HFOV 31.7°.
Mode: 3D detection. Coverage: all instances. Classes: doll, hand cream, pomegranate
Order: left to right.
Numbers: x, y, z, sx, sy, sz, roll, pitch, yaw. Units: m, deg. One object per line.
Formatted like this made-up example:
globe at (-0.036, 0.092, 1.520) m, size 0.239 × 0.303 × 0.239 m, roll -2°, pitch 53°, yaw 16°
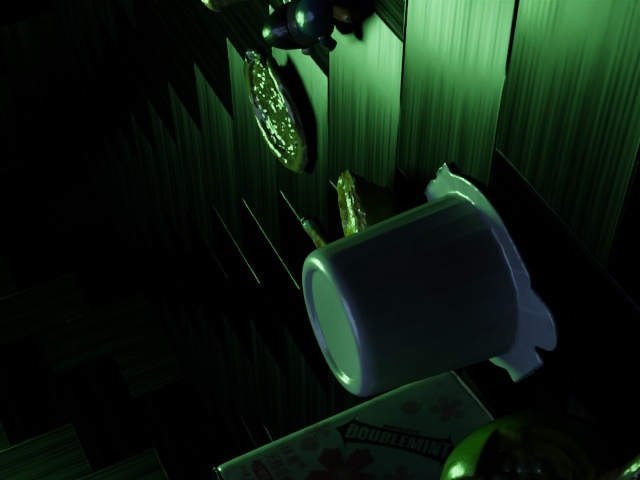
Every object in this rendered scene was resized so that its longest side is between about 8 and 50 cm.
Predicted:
doll at (-0.011, -0.294, 1.483) m, size 0.179 × 0.089 × 0.102 m, roll -8°, pitch 103°, yaw 48°
hand cream at (0.000, 0.000, 1.870) m, size 0.102 × 0.022 × 0.035 m, roll 55°, pitch 153°, yaw 27°
pomegranate at (0.257, 0.273, 1.136) m, size 0.302 × 0.236 × 0.235 m, roll -28°, pitch 82°, yaw 39°

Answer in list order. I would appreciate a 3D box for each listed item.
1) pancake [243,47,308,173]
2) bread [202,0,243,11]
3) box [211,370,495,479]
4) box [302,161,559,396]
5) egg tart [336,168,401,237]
pancake at (-0.071, -0.211, 1.836) m, size 0.235 × 0.029 × 0.211 m, roll -153°, pitch 44°, yaw -68°
bread at (-0.177, -0.498, 1.691) m, size 0.246 × 0.111 × 0.239 m, roll 52°, pitch 155°, yaw 44°
box at (0.054, 0.313, 1.474) m, size 0.190 × 0.370 × 0.112 m, roll 49°, pitch 153°, yaw 45°
box at (0.113, 0.083, 1.310) m, size 0.291 × 0.206 × 0.262 m, roll -131°, pitch 26°, yaw -55°
egg tart at (0.071, -0.011, 1.512) m, size 0.191 × 0.074 × 0.191 m, roll 165°, pitch 90°, yaw -86°
